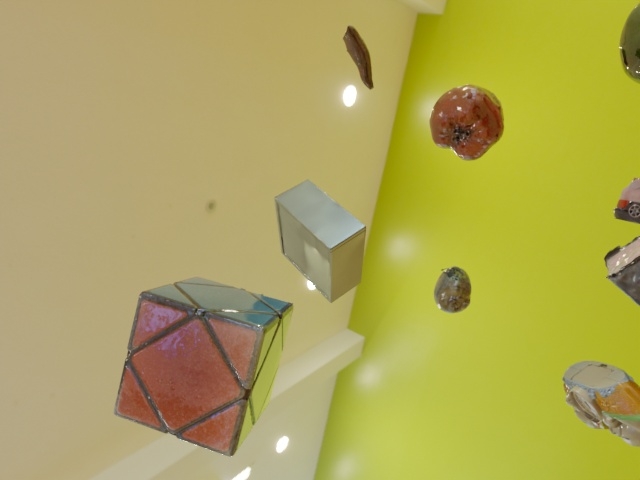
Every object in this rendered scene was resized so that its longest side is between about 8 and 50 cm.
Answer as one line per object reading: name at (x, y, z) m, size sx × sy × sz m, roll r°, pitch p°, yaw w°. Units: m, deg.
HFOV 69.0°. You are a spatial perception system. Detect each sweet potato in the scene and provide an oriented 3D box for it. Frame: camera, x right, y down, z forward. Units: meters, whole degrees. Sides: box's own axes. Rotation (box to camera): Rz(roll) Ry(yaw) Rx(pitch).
sweet potato at (0.154, -0.697, 1.776) m, size 0.077 × 0.077 × 0.243 m, roll -44°, pitch -66°, yaw -36°

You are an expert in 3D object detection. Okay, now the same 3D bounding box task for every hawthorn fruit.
hawthorn fruit at (0.424, -0.357, 1.332) m, size 0.207 × 0.208 × 0.243 m, roll 79°, pitch -149°, yaw -44°

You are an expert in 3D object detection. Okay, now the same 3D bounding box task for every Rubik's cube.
Rubik's cube at (-0.181, 0.191, 0.779) m, size 0.205 × 0.205 × 0.207 m, roll -13°, pitch -63°, yaw -81°

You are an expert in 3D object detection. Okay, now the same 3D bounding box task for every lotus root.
lotus root at (0.298, 0.104, 1.048) m, size 0.165 × 0.088 × 0.088 m, roll -54°, pitch -27°, yaw -60°

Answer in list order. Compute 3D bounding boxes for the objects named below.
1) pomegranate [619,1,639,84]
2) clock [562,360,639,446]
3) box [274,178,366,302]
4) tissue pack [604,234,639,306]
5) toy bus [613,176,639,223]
pomegranate at (0.615, -0.365, 0.777) m, size 0.225 × 0.187 × 0.187 m, roll -66°, pitch -29°, yaw -9°
clock at (0.553, 0.312, 0.893) m, size 0.103 × 0.144 × 0.231 m, roll -32°, pitch 1°, yaw -5°
box at (0.000, 0.000, 1.212) m, size 0.118 × 0.225 × 0.225 m, roll -32°, pitch -34°, yaw -24°
tissue pack at (0.742, 0.095, 0.818) m, size 0.259 × 0.361 × 0.122 m, roll -49°, pitch -5°, yaw 36°
toy bus at (1.055, -0.096, 1.380) m, size 0.128 × 0.303 × 0.147 m, roll 8°, pitch -79°, yaw -46°
